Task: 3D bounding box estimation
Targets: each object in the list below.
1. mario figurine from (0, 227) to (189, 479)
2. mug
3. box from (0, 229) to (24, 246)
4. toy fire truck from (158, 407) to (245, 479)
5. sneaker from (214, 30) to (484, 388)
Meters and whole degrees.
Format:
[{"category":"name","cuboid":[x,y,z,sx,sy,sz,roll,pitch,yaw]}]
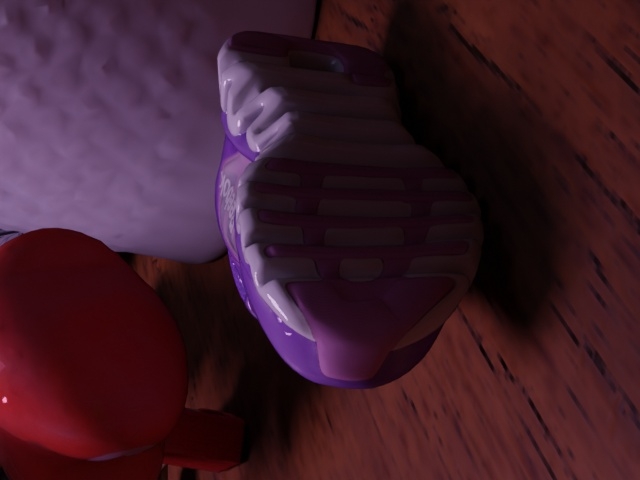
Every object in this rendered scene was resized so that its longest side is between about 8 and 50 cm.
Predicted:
[{"category":"mario figurine","cuboid":[-0.184,0.106,0.773,0.320,0.170,0.198,-9,47,48]},{"category":"mug","cuboid":[-0.187,-0.194,0.847,0.276,0.328,0.374,-135,59,-67]},{"category":"box","cuboid":[-0.263,-0.022,1.217,0.307,0.076,0.242,111,163,-73]},{"category":"toy fire truck","cuboid":[-0.100,0.169,0.828,0.192,0.047,0.135,148,130,-65]},{"category":"sneaker","cuboid":[0.000,0.000,0.596,0.236,0.095,0.104,-105,25,-60]}]
